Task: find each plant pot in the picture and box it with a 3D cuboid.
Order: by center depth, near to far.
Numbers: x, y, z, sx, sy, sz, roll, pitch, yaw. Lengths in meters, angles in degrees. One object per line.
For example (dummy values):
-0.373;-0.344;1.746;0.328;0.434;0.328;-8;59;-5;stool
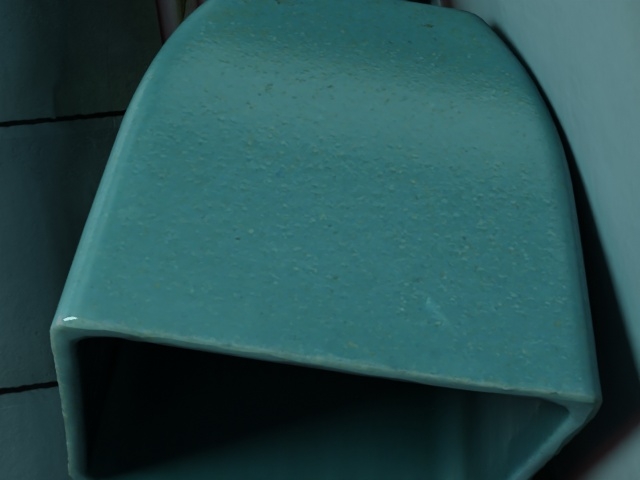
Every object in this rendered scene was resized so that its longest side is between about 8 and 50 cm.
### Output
0.000;0.000;0.708;0.248;0.247;0.252;106;171;-61;plant pot
